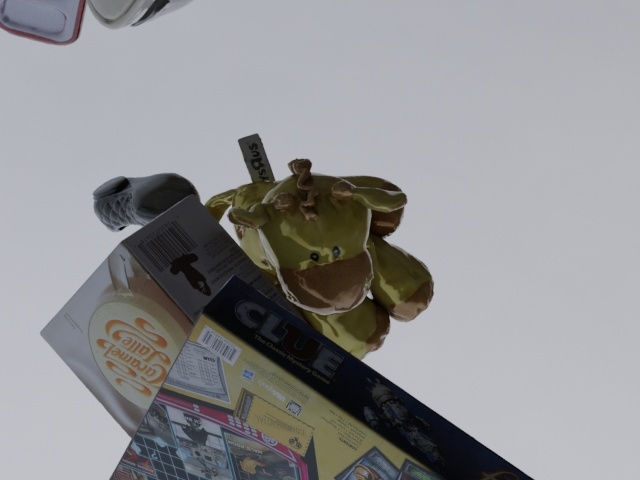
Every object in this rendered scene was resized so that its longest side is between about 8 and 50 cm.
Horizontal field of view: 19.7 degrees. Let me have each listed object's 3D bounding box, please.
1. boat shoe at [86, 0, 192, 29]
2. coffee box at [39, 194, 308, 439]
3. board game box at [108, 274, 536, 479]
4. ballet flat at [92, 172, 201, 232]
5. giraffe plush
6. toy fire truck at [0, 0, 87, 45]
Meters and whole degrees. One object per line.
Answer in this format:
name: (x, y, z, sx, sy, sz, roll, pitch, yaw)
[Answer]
boat shoe: (-0.058, -0.238, 1.212, 0.095, 0.335, 0.112, -21, -95, -34)
coffee box: (-0.079, 0.109, 1.422, 0.246, 0.141, 0.098, 49, -139, 3)
board game box: (0.013, 0.149, 1.004, 0.243, 0.165, 0.042, 35, -142, 4)
ballet flat: (-0.150, -0.029, 1.651, 0.057, 0.049, 0.173, -41, -157, -22)
giraffe plush: (0.000, 0.000, 1.474, 0.210, 0.181, 0.170, 54, 171, -3)
toy fire truck: (-0.273, -0.268, 1.345, 0.254, 0.302, 0.169, 14, -121, -9)
